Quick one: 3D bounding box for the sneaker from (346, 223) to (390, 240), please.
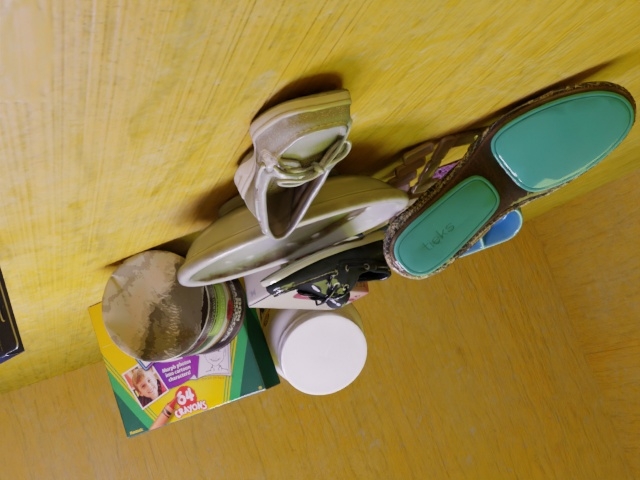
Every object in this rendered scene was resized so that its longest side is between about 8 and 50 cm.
[{"bbox_3d":[0.089,-0.061,1.641,0.226,0.086,0.163,1,151,-48],"label":"sneaker"}]

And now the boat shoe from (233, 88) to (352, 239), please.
[{"bbox_3d":[-0.030,-0.090,0.993,0.118,0.103,0.320,-17,170,-23],"label":"boat shoe"}]

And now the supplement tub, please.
[{"bbox_3d":[-0.030,0.202,1.938,0.235,0.235,0.325,-19,-157,-8],"label":"supplement tub"}]

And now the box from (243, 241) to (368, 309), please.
[{"bbox_3d":[-0.033,0.056,1.689,0.232,0.148,0.127,6,156,-39],"label":"box"}]

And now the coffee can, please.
[{"bbox_3d":[-0.274,0.128,1.569,0.202,0.201,0.275,-21,173,7],"label":"coffee can"}]

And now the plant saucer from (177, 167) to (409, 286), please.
[{"bbox_3d":[-0.056,-0.036,1.339,0.401,0.100,0.400,-21,173,-3],"label":"plant saucer"}]

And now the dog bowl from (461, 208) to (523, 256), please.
[{"bbox_3d":[0.461,-0.043,2.406,0.297,0.074,0.166,-20,129,5],"label":"dog bowl"}]

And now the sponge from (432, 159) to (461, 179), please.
[{"bbox_3d":[0.312,-0.153,1.728,0.210,0.031,0.117,-20,173,6],"label":"sponge"}]

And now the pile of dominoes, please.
[{"bbox_3d":[0.183,-0.116,1.494,0.196,0.040,0.251,-14,148,-32],"label":"pile of dominoes"}]

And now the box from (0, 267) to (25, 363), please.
[{"bbox_3d":[-0.495,0.119,1.173,0.225,0.136,0.036,-26,170,39],"label":"box"}]

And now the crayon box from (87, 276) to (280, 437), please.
[{"bbox_3d":[-0.312,0.237,1.832,0.363,0.313,0.106,-22,173,16],"label":"crayon box"}]

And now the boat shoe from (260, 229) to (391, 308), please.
[{"bbox_3d":[0.026,0.070,1.519,0.127,0.113,0.340,-22,178,34],"label":"boat shoe"}]

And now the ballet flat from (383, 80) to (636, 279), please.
[{"bbox_3d":[0.302,-0.119,1.402,0.483,0.164,0.182,-38,-165,14],"label":"ballet flat"}]
